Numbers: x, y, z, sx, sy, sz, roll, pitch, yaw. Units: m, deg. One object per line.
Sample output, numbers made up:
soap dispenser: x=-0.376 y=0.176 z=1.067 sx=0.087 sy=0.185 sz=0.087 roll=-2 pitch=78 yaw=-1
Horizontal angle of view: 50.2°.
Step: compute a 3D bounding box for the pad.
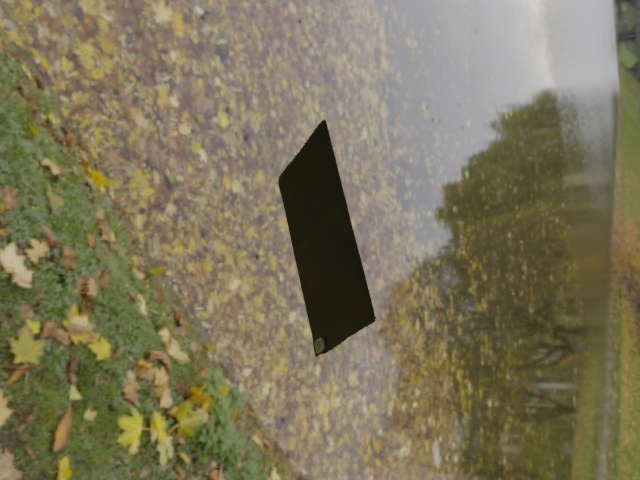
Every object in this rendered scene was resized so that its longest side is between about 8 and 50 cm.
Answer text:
pad: x=0.000 y=0.000 z=0.623 sx=0.004 sy=0.116 sz=0.193 roll=-1 pitch=67 yaw=-28
